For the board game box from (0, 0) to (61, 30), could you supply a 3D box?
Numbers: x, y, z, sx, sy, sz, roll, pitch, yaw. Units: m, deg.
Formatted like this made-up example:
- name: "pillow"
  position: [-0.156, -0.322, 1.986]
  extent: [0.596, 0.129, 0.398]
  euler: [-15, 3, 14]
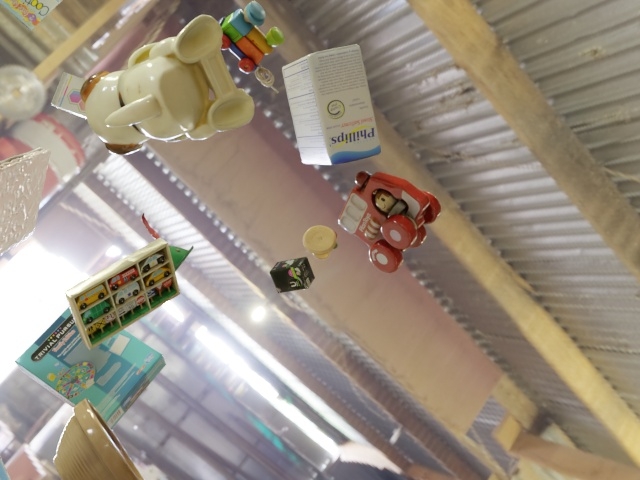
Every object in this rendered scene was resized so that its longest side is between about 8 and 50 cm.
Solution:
- name: "board game box"
  position: [-0.827, -0.715, 1.889]
  extent: [0.275, 0.142, 0.144]
  euler: [46, 0, 31]

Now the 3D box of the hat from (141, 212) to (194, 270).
- name: "hat"
  position: [-0.477, 0.029, 1.973]
  extent: [0.184, 0.173, 0.208]
  euler: [39, -14, -7]

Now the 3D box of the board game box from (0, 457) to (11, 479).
- name: "board game box"
  position: [-0.639, 0.373, 1.049]
  extent: [0.232, 0.291, 0.141]
  euler: [57, -35, 14]

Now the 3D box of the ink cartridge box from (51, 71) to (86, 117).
- name: "ink cartridge box"
  position: [-0.711, -0.431, 2.187]
  extent: [0.209, 0.108, 0.062]
  euler: [21, -2, 2]

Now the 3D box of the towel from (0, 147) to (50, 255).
- name: "towel"
  position: [-0.927, -0.107, 2.109]
  extent: [0.054, 0.316, 0.332]
  euler: [18, 17, -1]

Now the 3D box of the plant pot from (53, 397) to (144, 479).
- name: "plant pot"
  position: [-0.418, 0.421, 1.313]
  extent: [0.237, 0.110, 0.237]
  euler: [47, -21, 25]

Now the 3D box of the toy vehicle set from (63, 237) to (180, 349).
- name: "toy vehicle set"
  position: [-0.471, 0.126, 1.702]
  extent: [0.035, 0.267, 0.165]
  euler: [28, -42, 37]

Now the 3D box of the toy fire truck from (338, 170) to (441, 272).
- name: "toy fire truck"
  position: [0.183, -0.073, 2.025]
  extent: [0.254, 0.169, 0.302]
  euler: [38, -35, 13]

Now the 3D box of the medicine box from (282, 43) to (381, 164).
- name: "medicine box"
  position: [0.025, -0.357, 1.906]
  extent: [0.263, 0.149, 0.289]
  euler: [-158, -126, -71]

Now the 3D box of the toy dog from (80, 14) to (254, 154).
- name: "toy dog"
  position: [-0.437, -0.346, 1.826]
  extent: [0.408, 0.395, 0.284]
  euler: [-3, -51, 43]

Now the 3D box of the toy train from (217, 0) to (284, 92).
- name: "toy train"
  position: [-0.148, -0.507, 1.861]
  extent: [0.143, 0.105, 0.248]
  euler: [-22, -52, 40]

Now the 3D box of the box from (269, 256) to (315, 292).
- name: "box"
  position: [-0.066, 0.081, 1.657]
  extent: [0.083, 0.052, 0.062]
  euler: [-11, -69, 25]

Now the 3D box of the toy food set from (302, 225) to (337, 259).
- name: "toy food set"
  position: [0.000, 0.000, 1.669]
  extent: [0.083, 0.082, 0.020]
  euler: [34, -24, 20]

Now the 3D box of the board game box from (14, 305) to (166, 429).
- name: "board game box"
  position: [-0.664, 0.357, 2.048]
  extent: [0.336, 0.253, 0.079]
  euler: [30, -30, 16]
